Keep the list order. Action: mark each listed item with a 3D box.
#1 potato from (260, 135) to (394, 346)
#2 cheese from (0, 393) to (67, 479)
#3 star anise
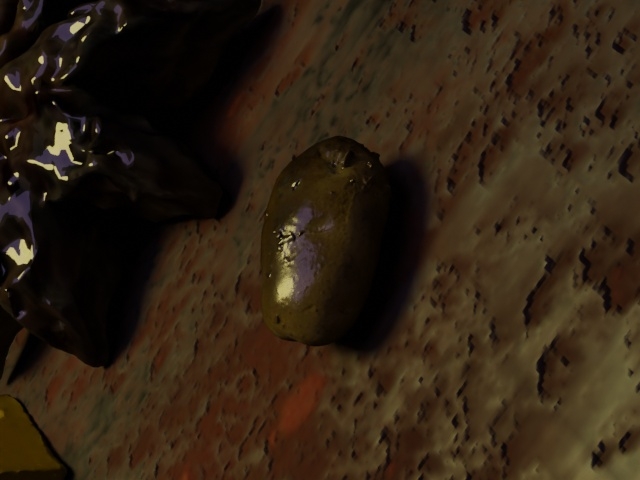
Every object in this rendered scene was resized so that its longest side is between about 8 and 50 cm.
[{"bbox_3d":[0.000,0.000,0.545,0.051,0.040,0.083,-22,49,51],"label":"potato"},{"bbox_3d":[-0.204,0.167,0.685,0.093,0.126,0.171,33,115,58],"label":"cheese"},{"bbox_3d":[-0.139,-0.058,0.721,0.223,0.109,0.236,-18,56,52],"label":"star anise"}]
